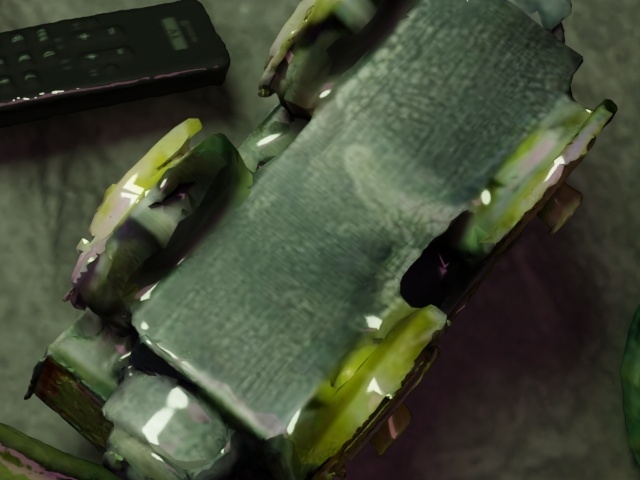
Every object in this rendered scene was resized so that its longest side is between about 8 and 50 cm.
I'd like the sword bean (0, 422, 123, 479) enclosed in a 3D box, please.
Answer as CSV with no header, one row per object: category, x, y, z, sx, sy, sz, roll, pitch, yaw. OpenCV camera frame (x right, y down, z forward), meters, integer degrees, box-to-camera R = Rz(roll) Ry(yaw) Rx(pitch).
sword bean,-0.055,0.115,0.721,0.269,0.038,0.043,17,69,-9

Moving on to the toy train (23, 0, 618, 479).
toy train,0.000,0.000,0.657,0.134,0.177,0.261,41,67,1

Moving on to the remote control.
remote control,-0.161,-0.062,0.709,0.245,0.063,0.025,-12,124,-12

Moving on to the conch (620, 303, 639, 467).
conch,0.215,0.026,0.744,0.176,0.122,0.188,-10,82,12
